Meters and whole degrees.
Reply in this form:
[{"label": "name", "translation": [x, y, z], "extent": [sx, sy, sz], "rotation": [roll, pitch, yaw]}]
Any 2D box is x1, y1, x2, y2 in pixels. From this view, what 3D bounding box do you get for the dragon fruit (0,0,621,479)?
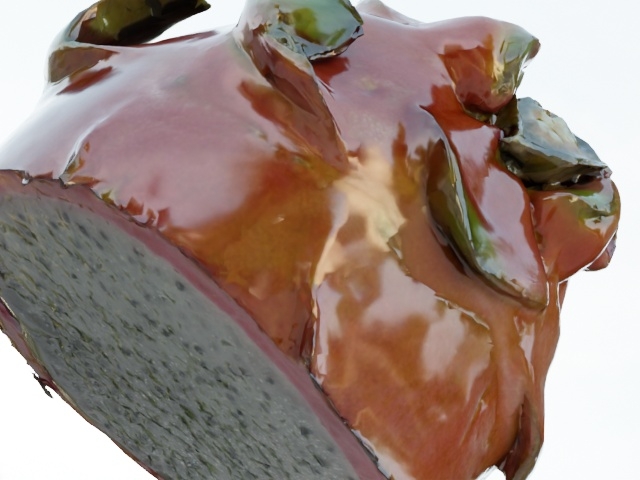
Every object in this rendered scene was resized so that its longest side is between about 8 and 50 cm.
[{"label": "dragon fruit", "translation": [0.000, 0.000, 0.940], "extent": [0.305, 0.226, 0.305], "rotation": [33, -24, 17]}]
